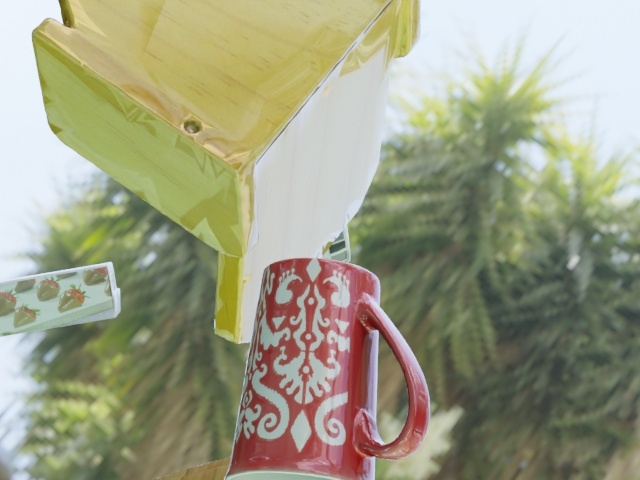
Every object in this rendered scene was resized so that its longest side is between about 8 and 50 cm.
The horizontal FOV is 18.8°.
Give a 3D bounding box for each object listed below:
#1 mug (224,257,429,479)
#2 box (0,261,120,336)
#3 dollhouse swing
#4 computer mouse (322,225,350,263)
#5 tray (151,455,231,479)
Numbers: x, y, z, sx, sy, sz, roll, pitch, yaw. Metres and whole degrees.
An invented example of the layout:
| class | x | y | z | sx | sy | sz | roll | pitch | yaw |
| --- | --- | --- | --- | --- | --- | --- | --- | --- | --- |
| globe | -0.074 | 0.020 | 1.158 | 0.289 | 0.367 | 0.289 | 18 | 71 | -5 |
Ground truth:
| class | x | y | z | sx | sy | sz | roll | pitch | yaw |
| --- | --- | --- | --- | --- | --- | --- | --- | --- | --- |
| mug | 0.011 | 0.108 | 1.448 | 0.150 | 0.169 | 0.113 | 2 | -21 | 7 |
| box | -0.393 | 0.082 | 2.224 | 0.324 | 0.067 | 0.063 | -10 | -88 | -1 |
| dollhouse swing | -0.097 | -0.132 | 1.887 | 0.315 | 0.347 | 0.305 | 34 | -37 | 4 |
| computer mouse | 0.000 | 0.000 | 2.089 | 0.042 | 0.106 | 0.193 | 146 | -60 | -77 |
| tray | -0.182 | 0.450 | 2.307 | 0.203 | 0.411 | 0.076 | -21 | -52 | 41 |
